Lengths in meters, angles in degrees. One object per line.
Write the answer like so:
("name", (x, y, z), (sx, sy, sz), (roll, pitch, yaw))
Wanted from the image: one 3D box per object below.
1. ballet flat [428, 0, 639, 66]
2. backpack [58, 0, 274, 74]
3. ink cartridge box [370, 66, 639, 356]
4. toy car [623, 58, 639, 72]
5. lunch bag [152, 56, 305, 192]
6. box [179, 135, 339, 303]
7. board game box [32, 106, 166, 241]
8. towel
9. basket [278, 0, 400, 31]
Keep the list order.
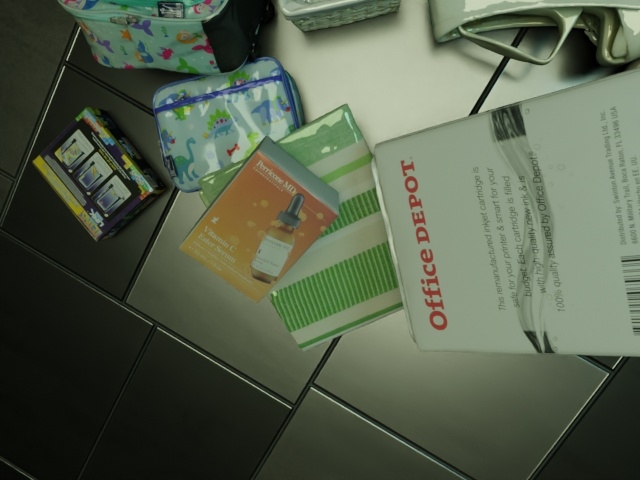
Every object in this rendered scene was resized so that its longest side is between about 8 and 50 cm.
("ballet flat", (0.333, -0.286, 0.608), (0.401, 0.139, 0.139), (11, 101, 15))
("backpack", (-0.217, -0.344, 0.645), (0.254, 0.191, 0.224), (3, 62, 15))
("ink cartridge box", (0.290, -0.027, 0.566), (0.395, 0.166, 0.285), (-8, 98, 37))
("toy car", (0.494, -0.180, 0.610), (0.182, 0.159, 0.136), (-28, 130, 12))
("lunch bag", (-0.136, -0.172, 0.725), (0.219, 0.090, 0.175), (-10, 94, 9))
("box", (-0.078, -0.028, 0.634), (0.130, 0.091, 0.170), (37, 110, -14))
("board game box", (-0.364, -0.107, 0.791), (0.141, 0.048, 0.170), (-37, 92, 14))
("towel", (0.000, 0.000, 0.714), (0.248, 0.038, 0.324), (-25, 111, 12))
("basket", (0.027, -0.368, 0.660), (0.168, 0.103, 0.113), (-8, 97, 9))
